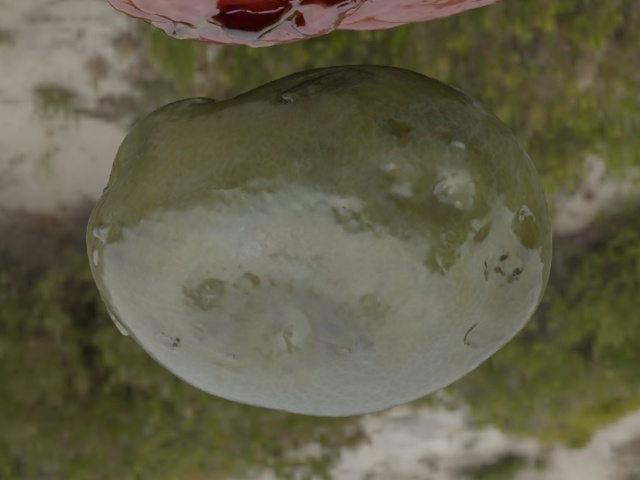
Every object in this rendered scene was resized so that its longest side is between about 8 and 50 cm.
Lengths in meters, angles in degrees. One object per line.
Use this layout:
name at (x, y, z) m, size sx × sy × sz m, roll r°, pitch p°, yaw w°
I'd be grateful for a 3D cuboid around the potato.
potato at (0.000, 0.000, 0.873) m, size 0.235 × 0.178 × 0.160 m, roll 6°, pitch 177°, yaw -14°

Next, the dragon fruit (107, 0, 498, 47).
dragon fruit at (0.027, -0.172, 0.942) m, size 0.329 × 0.228 × 0.286 m, roll -35°, pitch 126°, yaw -6°
